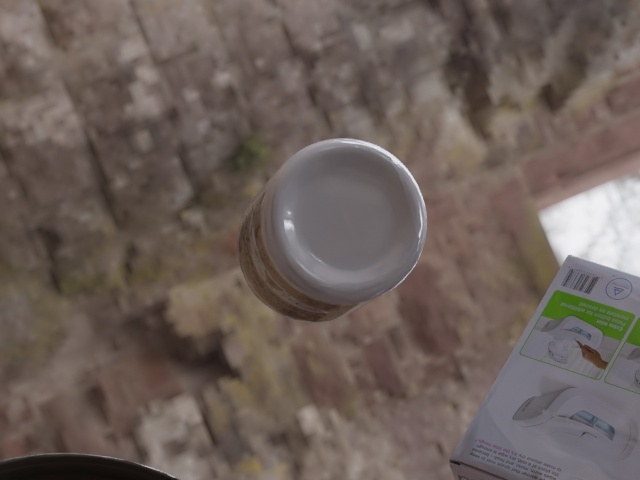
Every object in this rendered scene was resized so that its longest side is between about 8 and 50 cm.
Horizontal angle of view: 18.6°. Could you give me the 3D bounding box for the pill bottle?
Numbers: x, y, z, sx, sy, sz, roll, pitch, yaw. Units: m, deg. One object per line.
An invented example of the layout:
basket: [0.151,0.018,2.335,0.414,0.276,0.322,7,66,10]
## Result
pill bottle: [0.000,0.000,1.613,0.229,0.131,0.131,140,-73,-76]

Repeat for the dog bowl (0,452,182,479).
dog bowl: [-0.154,0.307,1.199,0.102,0.349,0.349,84,-17,-82]

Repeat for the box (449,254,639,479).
box: [0.282,0.165,1.650,0.262,0.231,0.127,18,-27,29]
